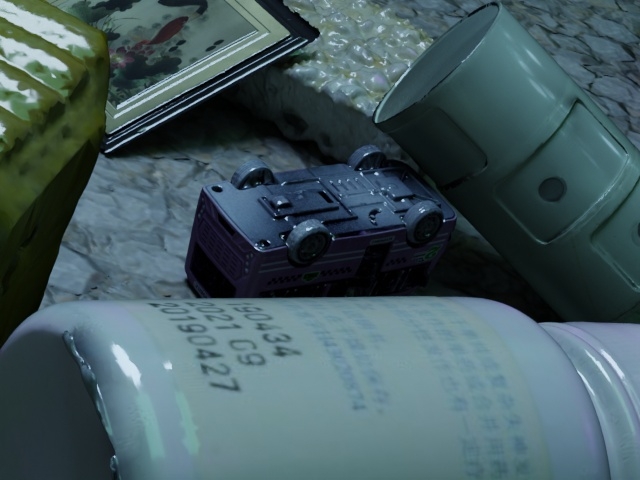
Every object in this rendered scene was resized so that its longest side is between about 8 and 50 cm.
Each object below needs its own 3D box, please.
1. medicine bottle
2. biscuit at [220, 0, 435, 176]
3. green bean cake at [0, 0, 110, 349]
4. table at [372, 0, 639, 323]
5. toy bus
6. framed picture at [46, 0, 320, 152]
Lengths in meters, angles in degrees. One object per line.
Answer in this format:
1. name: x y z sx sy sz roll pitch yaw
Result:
1. medicine bottle: 0.021 0.135 0.992 0.379 0.213 0.213 1 36 -31
2. biscuit: 0.013 -0.138 1.529 0.281 0.084 0.179 34 38 29
3. green bean cake: -0.212 -0.006 1.050 0.124 0.236 0.233 26 33 2
4. table: 0.157 -0.051 1.370 0.220 0.126 0.126 45 28 -12
5. toy bus: 0.000 0.000 1.308 0.178 0.098 0.087 -10 41 -36
6. framed picture: -0.135 -0.167 1.475 0.195 0.010 0.199 -31 52 -20
